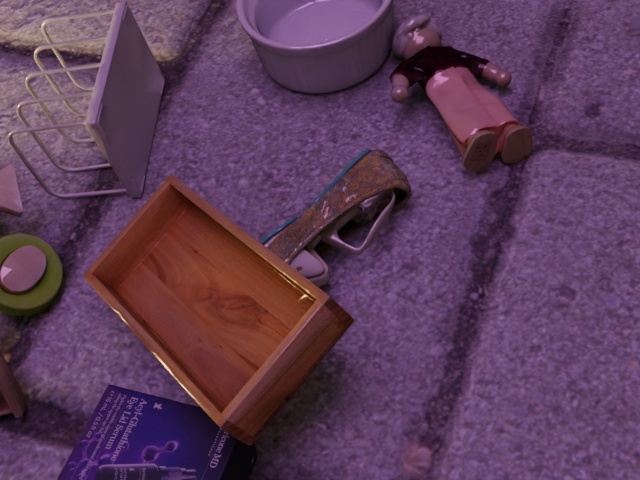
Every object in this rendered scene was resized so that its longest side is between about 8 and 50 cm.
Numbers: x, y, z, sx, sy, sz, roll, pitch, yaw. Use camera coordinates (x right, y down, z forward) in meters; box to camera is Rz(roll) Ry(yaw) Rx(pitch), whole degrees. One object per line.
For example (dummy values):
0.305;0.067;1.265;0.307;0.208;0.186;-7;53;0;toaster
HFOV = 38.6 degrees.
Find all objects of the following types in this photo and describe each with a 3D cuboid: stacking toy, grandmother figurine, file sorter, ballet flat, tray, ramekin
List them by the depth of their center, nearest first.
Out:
-0.154;0.077;1.246;0.203;0.076;0.411;-50;45;-5;tray
-0.533;0.003;1.362;0.279;0.130;0.309;-20;80;-32;stacking toy
0.000;0.000;1.364;0.348;0.123;0.123;-41;57;-16;ballet flat
0.207;-0.258;1.506;0.208;0.104;0.342;-4;47;-24;grandmother figurine
-0.396;-0.231;1.561;0.173;0.193;0.278;-5;55;12;file sorter
0.001;-0.390;1.615;0.277;0.135;0.277;-6;55;9;ramekin

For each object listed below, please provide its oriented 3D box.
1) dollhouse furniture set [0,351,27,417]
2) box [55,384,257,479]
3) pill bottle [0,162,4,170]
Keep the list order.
-0.515;0.267;1.232;0.161;0.212;0.242;-17;27;2;dollhouse furniture set
-0.207;0.296;1.184;0.207;0.108;0.153;9;51;15;box
-0.628;-0.028;1.494;0.152;0.152;0.272;10;59;19;pill bottle
